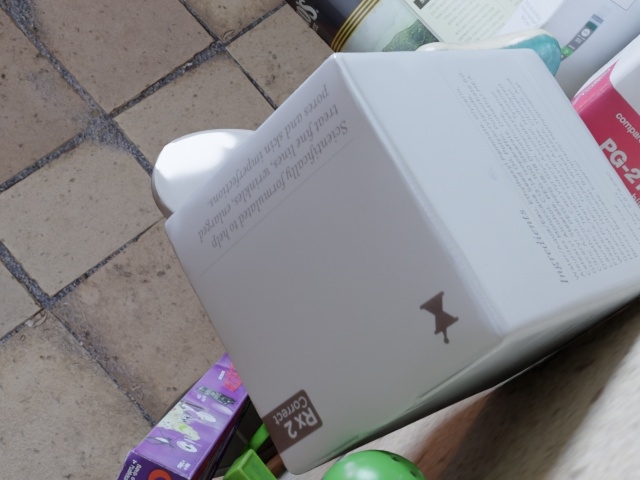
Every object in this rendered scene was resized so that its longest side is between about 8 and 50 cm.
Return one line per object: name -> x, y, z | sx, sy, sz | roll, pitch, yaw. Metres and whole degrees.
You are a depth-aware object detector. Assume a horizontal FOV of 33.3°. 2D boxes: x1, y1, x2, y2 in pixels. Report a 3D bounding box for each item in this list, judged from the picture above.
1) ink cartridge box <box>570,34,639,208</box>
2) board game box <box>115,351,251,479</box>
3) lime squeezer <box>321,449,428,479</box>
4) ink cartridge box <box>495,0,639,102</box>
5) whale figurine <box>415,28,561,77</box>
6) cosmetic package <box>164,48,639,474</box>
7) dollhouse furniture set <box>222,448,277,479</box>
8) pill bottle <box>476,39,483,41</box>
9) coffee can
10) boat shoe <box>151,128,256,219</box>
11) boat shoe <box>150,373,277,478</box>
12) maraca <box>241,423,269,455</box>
ink cartridge box -> 0.272, -0.125, 0.657 | 0.237, 0.100, 0.172 | -43, -1, 32
board game box -> -0.126, 0.213, 0.823 | 0.347, 0.056, 0.208 | -42, -26, -83
lime squeezer -> 0.003, 0.158, 0.504 | 0.310, 0.059, 0.110 | -39, 33, 58
ink cartridge box -> 0.212, -0.113, 0.823 | 0.225, 0.181, 0.056 | -54, 29, 23
whale figurine -> 0.098, -0.027, 0.764 | 0.216, 0.141, 0.272 | -9, -31, -16
cosmetic package -> 0.053, 0.004, 0.559 | 0.183, 0.151, 0.151 | -11, -23, -49
dollhouse furniture set -> -0.090, 0.223, 0.773 | 0.151, 0.058, 0.076 | -41, 0, 17
pill bottle -> 0.141, -0.106, 0.912 | 0.180, 0.108, 0.108 | -44, -1, 19
coffee can -> 0.098, -0.259, 1.155 | 0.201, 0.275, 0.201 | -44, -1, -1
boat shoe -> 0.000, 0.000, 1.029 | 0.158, 0.340, 0.127 | 125, 158, -65
boat shoe -> -0.047, 0.163, 1.178 | 0.307, 0.111, 0.104 | -32, -6, -11
maraca -> -0.012, 0.129, 1.013 | 0.186, 0.099, 0.127 | -50, -8, -24
